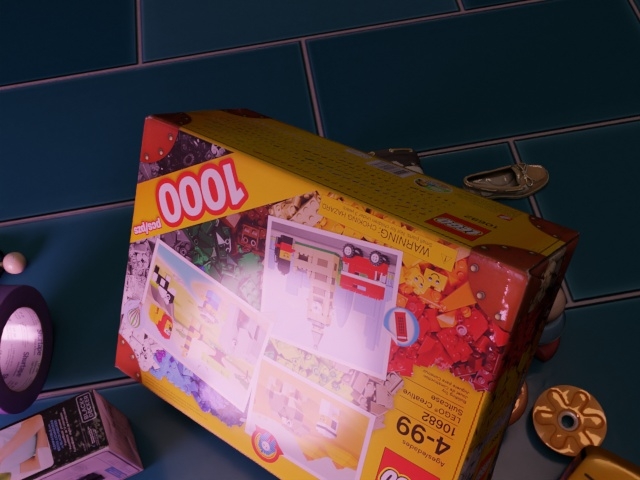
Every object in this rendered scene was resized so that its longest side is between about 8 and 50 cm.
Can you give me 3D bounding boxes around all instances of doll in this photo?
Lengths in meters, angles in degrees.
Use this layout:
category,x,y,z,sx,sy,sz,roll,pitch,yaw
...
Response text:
category,x,y,z,sx,sy,sz,roll,pitch,yaw
doll,-0.592,0.054,1.179,0.189,0.046,0.129,-10,50,-8

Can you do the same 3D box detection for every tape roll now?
category,x,y,z,sx,sy,sz,roll,pitch,yaw
tape roll,-0.473,0.158,1.028,0.080,0.189,0.188,1,60,4

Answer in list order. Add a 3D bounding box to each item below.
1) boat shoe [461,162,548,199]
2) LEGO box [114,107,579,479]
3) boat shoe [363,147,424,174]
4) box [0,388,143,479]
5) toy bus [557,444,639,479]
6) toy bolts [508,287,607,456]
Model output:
category,x,y,z,sx,sy,sz,roll,pitch,yaw
boat shoe,0.316,-0.103,1.194,0.153,0.048,0.056,-9,60,0
LEGO box,0.000,0.086,0.869,0.500,0.372,0.193,24,24,28
boat shoe,0.062,-0.117,1.209,0.228,0.081,0.068,-4,57,-6
box,-0.408,0.318,0.946,0.290,0.169,0.087,-22,63,-9
toy bus,0.449,0.388,0.849,0.333,0.108,0.130,37,94,20
toy bolts,0.308,0.171,0.974,0.218,0.158,0.228,16,63,13
